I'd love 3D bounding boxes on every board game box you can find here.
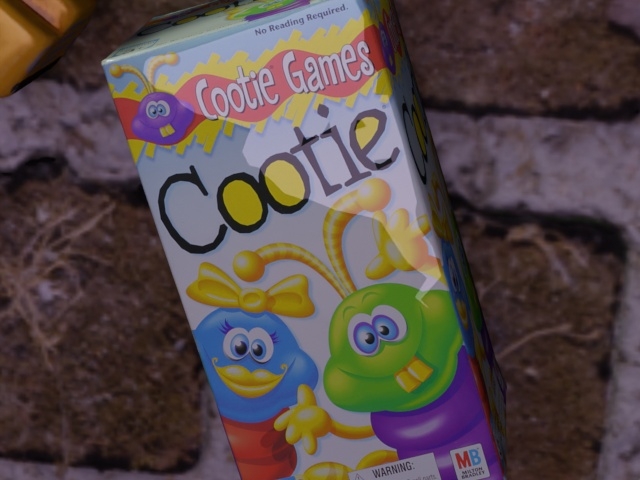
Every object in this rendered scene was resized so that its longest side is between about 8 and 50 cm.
[{"bbox_3d":[0.000,0.000,0.909,0.144,0.142,0.275,-15,105,10],"label":"board game box"}]

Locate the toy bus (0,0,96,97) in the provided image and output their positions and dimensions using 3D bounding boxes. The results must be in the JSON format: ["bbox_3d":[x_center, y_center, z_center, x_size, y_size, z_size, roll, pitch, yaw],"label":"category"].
[{"bbox_3d":[-0.256,-0.229,0.886,0.333,0.108,0.130,41,105,-6],"label":"toy bus"}]
